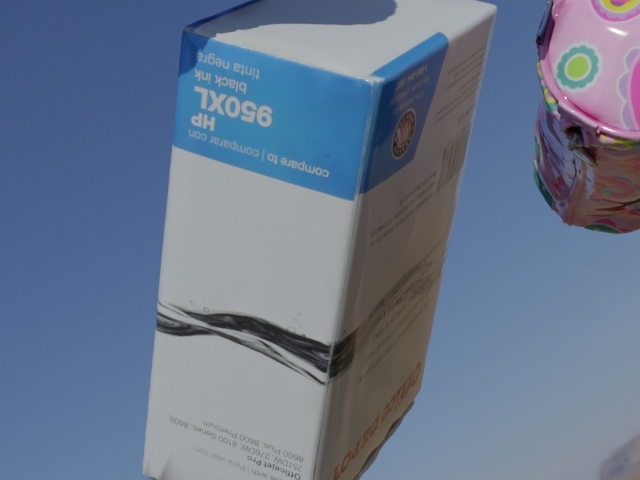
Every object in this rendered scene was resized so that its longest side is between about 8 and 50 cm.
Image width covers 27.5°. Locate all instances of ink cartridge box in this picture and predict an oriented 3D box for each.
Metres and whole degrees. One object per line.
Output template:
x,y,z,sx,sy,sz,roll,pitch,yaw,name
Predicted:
0.000,0.000,1.099,0.285,0.166,0.395,-39,-38,-59,ink cartridge box

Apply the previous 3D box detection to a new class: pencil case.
0.208,-0.087,0.936,0.124,0.124,0.284,-31,-15,2,pencil case
